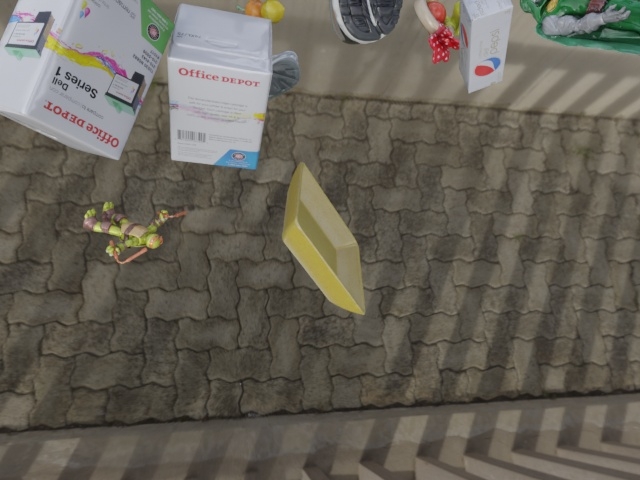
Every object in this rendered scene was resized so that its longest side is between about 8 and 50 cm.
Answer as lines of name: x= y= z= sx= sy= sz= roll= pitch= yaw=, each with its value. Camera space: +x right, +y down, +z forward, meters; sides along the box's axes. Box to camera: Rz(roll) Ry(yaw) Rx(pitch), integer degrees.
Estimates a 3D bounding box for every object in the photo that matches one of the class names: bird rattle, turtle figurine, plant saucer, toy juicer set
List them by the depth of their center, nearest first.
toy juicer set: x=-0.144 y=-0.608 z=1.080 sx=0.089 sy=0.329 sz=0.209 roll=-25 pitch=97 yaw=-22
plant saucer: x=0.000 y=0.000 z=1.272 sx=0.081 sy=0.333 sz=0.333 roll=-27 pitch=120 yaw=17
turtle figurine: x=-0.511 y=-0.031 z=1.302 sx=0.217 sy=0.087 sz=0.269 roll=24 pitch=41 yaw=11
bird rattle: x=0.360 y=-0.663 z=1.474 sx=0.207 sy=0.143 sz=0.253 roll=46 pitch=51 yaw=-8

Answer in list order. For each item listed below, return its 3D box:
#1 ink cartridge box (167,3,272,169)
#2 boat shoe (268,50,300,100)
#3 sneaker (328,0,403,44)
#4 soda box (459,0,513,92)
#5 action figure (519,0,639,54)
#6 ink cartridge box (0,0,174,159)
ink cartridge box: x=-0.220 y=-0.327 z=1.045 sx=0.198 sy=0.270 sz=0.197 roll=5 pitch=54 yaw=-12
boat shoe: x=-0.204 y=-0.448 z=1.391 sx=0.320 sy=0.118 sz=0.103 roll=-26 pitch=40 yaw=18
sneaker: x=0.048 y=-0.377 z=0.575 sx=0.100 sy=0.108 sz=0.271 roll=3 pitch=101 yaw=-15
soda box: x=0.311 y=-0.381 z=0.913 sx=0.074 sy=0.216 sz=0.069 roll=-17 pitch=69 yaw=10
action figure: x=0.299 y=-0.223 z=0.455 sx=0.232 sy=0.063 sz=0.137 roll=28 pitch=78 yaw=42
ink cartridge box: x=-0.392 y=-0.301 z=0.792 sx=0.117 sy=0.201 sz=0.278 roll=19 pitch=86 yaw=21
